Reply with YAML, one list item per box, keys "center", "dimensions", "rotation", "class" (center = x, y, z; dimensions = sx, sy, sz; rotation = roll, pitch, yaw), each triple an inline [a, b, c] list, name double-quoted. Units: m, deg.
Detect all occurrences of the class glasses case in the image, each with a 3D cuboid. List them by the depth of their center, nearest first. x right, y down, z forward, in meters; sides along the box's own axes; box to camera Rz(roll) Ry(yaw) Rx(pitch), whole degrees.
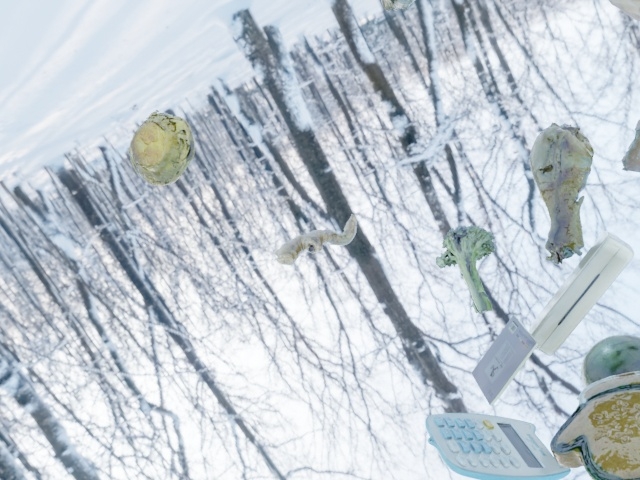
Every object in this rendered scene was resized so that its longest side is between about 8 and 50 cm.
- center: [0.614, 0.126, 1.320]
  dimensions: [0.313, 0.070, 0.131]
  rotation: [-60, 164, 20]
  class: "glasses case"

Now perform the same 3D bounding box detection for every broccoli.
- center: [0.332, 0.064, 1.216]
  dimensions: [0.122, 0.204, 0.118]
  rotation: [-3, 154, -6]
  class: "broccoli"

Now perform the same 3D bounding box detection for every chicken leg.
- center: [0.659, -0.134, 1.514]
  dimensions: [0.152, 0.429, 0.201]
  rotation: [9, 163, -13]
  class: "chicken leg"

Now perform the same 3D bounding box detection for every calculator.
- center: [0.467, 0.568, 1.523]
  dimensions: [0.386, 0.054, 0.256]
  rotation: [12, -162, -16]
  class: "calculator"

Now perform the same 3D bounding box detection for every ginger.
- center: [0.000, 0.000, 1.390]
  dimensions: [0.288, 0.075, 0.089]
  rotation: [-21, -164, -39]
  class: "ginger"

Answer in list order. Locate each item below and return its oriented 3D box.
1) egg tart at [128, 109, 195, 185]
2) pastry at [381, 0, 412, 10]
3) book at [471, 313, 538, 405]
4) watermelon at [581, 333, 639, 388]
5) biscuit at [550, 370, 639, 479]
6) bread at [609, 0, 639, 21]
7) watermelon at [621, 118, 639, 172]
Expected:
- center: [-0.269, -0.156, 0.913]
  dimensions: [0.130, 0.130, 0.052]
  rotation: [-22, 168, 21]
  class: "egg tart"
- center: [0.166, -0.727, 1.489]
  dimensions: [0.121, 0.235, 0.257]
  rotation: [-44, -143, 30]
  class: "pastry"
- center: [0.412, 0.269, 1.250]
  dimensions: [0.182, 0.014, 0.127]
  rotation: [-61, -167, 16]
  class: "book"
- center: [0.908, 0.400, 1.650]
  dimensions: [0.242, 0.242, 0.242]
  rotation: [-26, -164, 8]
  class: "watermelon"
- center: [0.635, 0.409, 1.196]
  dimensions: [0.287, 0.057, 0.344]
  rotation: [-29, -168, 32]
  class: "biscuit"
- center: [0.377, -0.197, 0.373]
  dimensions: [0.277, 0.167, 0.325]
  rotation: [0, -139, -14]
  class: "bread"
- center: [1.054, -0.307, 1.580]
  dimensions: [0.302, 0.264, 0.151]
  rotation: [16, -143, 27]
  class: "watermelon"
